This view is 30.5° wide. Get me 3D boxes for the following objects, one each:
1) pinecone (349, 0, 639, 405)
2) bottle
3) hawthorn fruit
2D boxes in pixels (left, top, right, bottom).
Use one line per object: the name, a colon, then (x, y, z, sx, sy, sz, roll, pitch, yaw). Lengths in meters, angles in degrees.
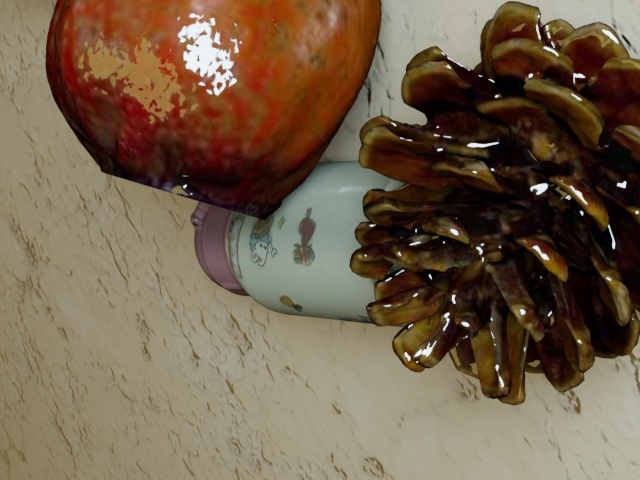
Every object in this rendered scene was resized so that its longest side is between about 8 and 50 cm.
pinecone: (0.103, -0.012, 0.616, 0.207, 0.207, 0.208, 27, 127, 42)
bottle: (0.000, 0.000, 0.815, 0.233, 0.110, 0.110, 1, 108, 51)
hawthorn fruit: (-0.056, -0.134, 0.747, 0.215, 0.250, 0.215, 33, 164, 11)
